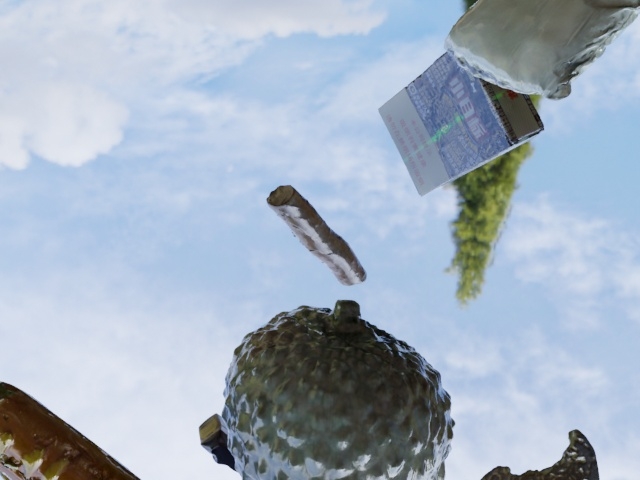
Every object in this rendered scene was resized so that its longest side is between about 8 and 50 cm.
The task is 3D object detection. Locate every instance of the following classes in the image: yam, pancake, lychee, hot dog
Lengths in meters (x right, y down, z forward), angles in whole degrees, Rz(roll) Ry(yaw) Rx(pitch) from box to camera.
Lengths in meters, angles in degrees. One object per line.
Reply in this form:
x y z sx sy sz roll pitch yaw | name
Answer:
0.000 0.000 1.191 0.056 0.241 0.057 -18 -131 23 | yam
0.290 0.342 1.108 0.190 0.184 0.020 11 -177 2 | pancake
0.014 0.197 0.850 0.255 0.275 0.255 10 -166 -3 | lychee
-0.279 0.243 0.846 0.269 0.115 0.072 39 -128 -9 | hot dog

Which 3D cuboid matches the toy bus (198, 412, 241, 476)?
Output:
-0.150 0.383 1.456 0.057 0.172 0.072 -38 -143 8 | toy bus

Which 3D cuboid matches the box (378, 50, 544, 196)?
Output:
0.243 -0.220 1.447 0.084 0.198 0.310 -24 177 -27 | box

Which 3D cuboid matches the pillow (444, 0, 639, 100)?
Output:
0.194 -0.196 0.565 0.229 0.051 0.128 -48 -136 -4 | pillow
